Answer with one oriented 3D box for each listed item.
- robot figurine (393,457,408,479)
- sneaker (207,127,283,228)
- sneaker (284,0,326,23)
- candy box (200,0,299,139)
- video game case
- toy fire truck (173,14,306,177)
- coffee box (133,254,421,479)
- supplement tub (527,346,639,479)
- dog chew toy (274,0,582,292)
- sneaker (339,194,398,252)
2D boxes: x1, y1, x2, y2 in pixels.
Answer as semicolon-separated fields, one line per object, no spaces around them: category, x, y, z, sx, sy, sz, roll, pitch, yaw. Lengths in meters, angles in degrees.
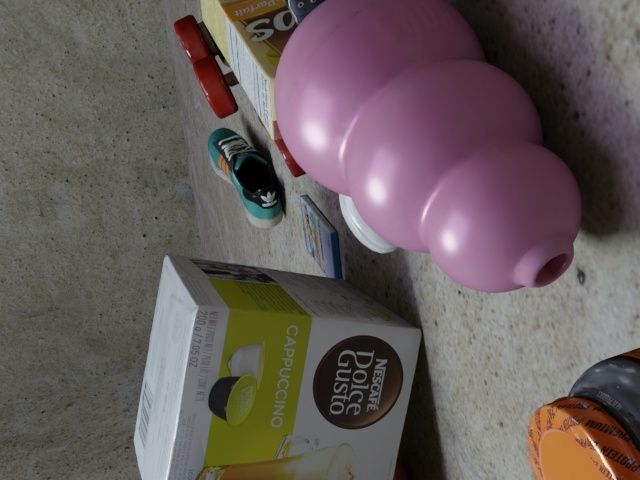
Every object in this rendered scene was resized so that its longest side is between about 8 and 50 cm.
robot figurine;0.095;0.455;1.354;0.158;0.128;0.219;-148;45;-78
sneaker;-0.166;-0.170;1.753;0.302;0.108;0.121;55;156;33
sneaker;0.040;-0.286;0.754;0.226;0.164;0.086;119;140;-68
candy box;-0.025;-0.259;0.978;0.316;0.183;0.087;-120;20;-45
video game case;0.000;0.000;1.474;0.166;0.015;0.119;-128;26;-55
toy fire truck;-0.111;-0.277;1.367;0.302;0.169;0.254;64;180;39
coffee box;-0.083;0.236;1.221;0.338;0.335;0.337;-152;72;-69
supplement tub;0.219;0.106;0.431;0.117;0.190;0.117;164;90;-76
dog chew toy;0.097;-0.085;0.700;0.332;0.207;0.206;53;155;36
sneaker;0.071;-0.089;1.027;0.094;0.080;0.212;-20;84;63
